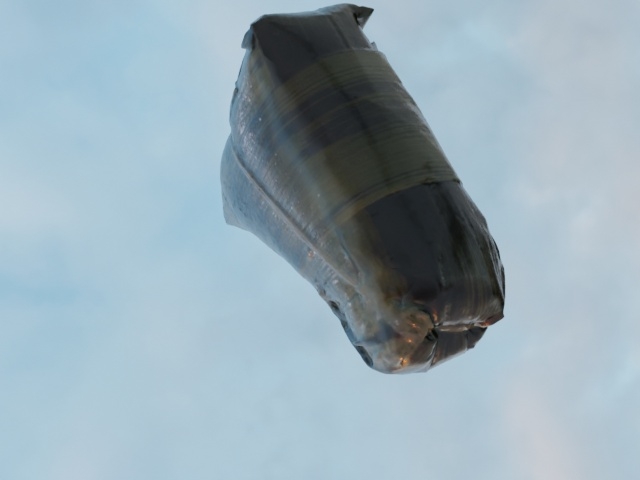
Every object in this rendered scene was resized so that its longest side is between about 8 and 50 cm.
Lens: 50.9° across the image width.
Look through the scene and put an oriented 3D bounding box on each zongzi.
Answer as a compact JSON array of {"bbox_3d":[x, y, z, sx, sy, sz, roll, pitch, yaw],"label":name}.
[{"bbox_3d":[0.000,0.000,0.566,0.134,0.288,0.286,-12,-114,-32],"label":"zongzi"}]
